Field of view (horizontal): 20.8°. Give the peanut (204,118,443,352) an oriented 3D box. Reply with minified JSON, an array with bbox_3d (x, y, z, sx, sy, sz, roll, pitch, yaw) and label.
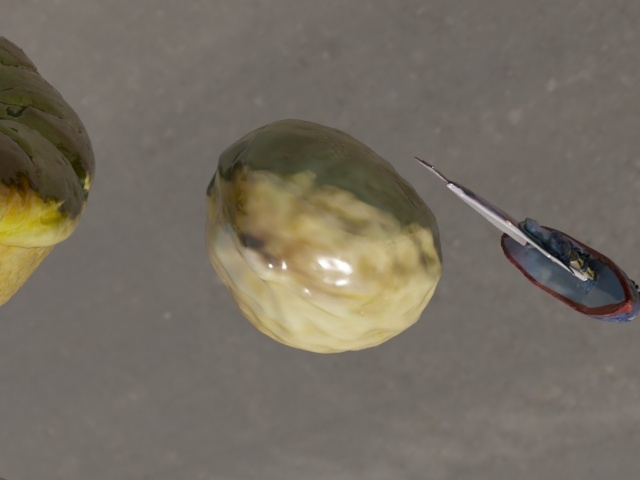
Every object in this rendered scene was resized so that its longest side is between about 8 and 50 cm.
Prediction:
[{"bbox_3d":[0.000,0.000,0.991,0.140,0.109,0.159,44,162,10],"label":"peanut"}]

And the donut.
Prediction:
[{"bbox_3d":[-0.240,-0.053,1.015,0.208,0.261,0.128,33,106,-12],"label":"donut"}]

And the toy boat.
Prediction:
[{"bbox_3d":[0.218,-0.002,1.934,0.318,0.072,0.219,30,-179,-12],"label":"toy boat"}]

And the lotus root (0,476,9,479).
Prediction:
[{"bbox_3d":[-0.129,0.148,0.639,0.221,0.118,0.125,13,152,38],"label":"lotus root"}]
